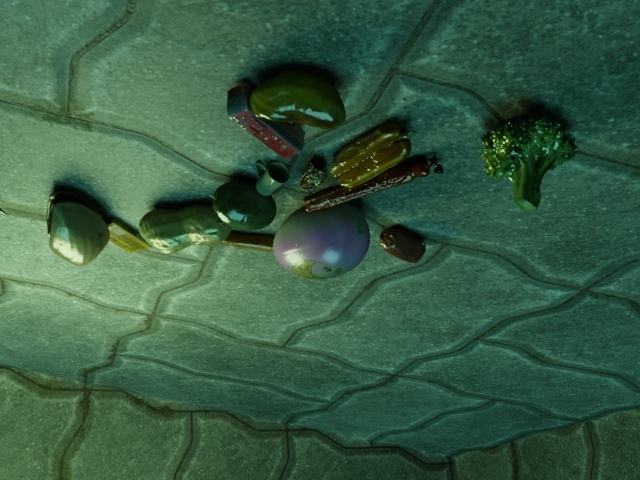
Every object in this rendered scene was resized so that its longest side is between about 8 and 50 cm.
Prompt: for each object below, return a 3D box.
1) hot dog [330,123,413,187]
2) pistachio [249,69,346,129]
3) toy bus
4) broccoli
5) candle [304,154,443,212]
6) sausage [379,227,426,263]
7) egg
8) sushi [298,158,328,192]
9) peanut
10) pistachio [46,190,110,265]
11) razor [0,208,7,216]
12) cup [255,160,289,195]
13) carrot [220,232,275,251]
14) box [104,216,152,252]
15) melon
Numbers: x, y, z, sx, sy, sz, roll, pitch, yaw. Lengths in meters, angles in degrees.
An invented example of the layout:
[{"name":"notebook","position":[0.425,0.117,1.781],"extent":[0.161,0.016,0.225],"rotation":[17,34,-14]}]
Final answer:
[{"name":"hot dog","position":[0.112,-0.184,1.635],"extent":[0.235,0.062,0.092],"rotation":[-23,107,45]},{"name":"pistachio","position":[-0.040,-0.274,1.469],"extent":[0.189,0.100,0.110],"rotation":[11,130,6]},{"name":"toy bus","position":[-0.109,-0.241,1.554],"extent":[0.065,0.077,0.192],"rotation":[-19,145,33]},{"name":"broccoli","position":[0.414,-0.153,1.528],"extent":[0.194,0.194,0.219],"rotation":[-11,154,26]},{"name":"candle","position":[0.112,-0.129,1.728],"extent":[0.329,0.051,0.048],"rotation":[-17,162,18]},{"name":"sausage","position":[0.216,0.013,1.992],"extent":[0.141,0.076,0.076],"rotation":[26,145,-34]},{"name":"egg","position":[0.000,0.000,1.874],"extent":[0.196,0.196,0.271],"rotation":[21,162,-29]},{"name":"sushi","position":[-0.014,-0.147,1.747],"extent":[0.055,0.052,0.120],"rotation":[24,147,-5]},{"name":"peanut","position":[-0.343,-0.027,1.938],"extent":[0.256,0.124,0.123],"rotation":[-3,151,18]},{"name":"pistachio","position":[-0.633,-0.028,1.962],"extent":[0.153,0.138,0.238],"rotation":[-30,143,-8]},{"name":"razor","position":[-0.910,-0.081,2.016],"extent":[0.190,0.033,0.066],"rotation":[-6,151,29]},{"name":"cup","position":[-0.122,-0.143,1.762],"extent":[0.074,0.055,0.083],"rotation":[17,152,-24]},{"name":"carrot","position":[-0.230,-0.001,2.058],"extent":[0.247,0.043,0.043],"rotation":[7,152,-2]},{"name":"box","position":[-0.545,-0.013,2.096],"extent":[0.089,0.022,0.156],"rotation":[-15,146,30]},{"name":"melon","position":[-0.186,-0.082,1.819],"extent":[0.167,0.114,0.114],"rotation":[16,150,-26]}]
